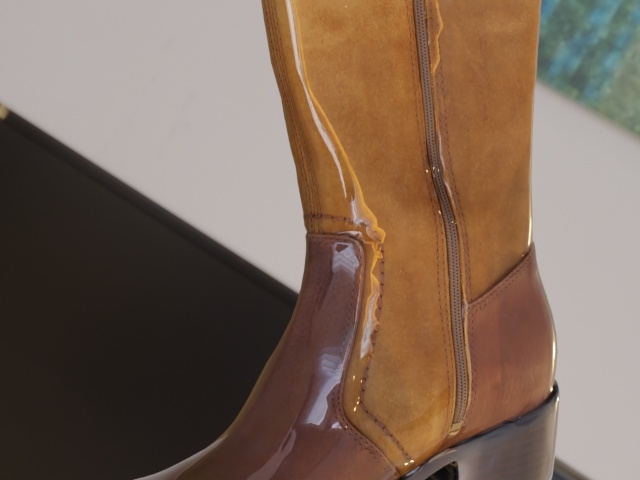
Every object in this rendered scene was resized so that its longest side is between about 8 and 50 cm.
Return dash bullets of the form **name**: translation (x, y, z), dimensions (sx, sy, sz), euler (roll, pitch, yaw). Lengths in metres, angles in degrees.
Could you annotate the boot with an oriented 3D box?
- **boot**: translation (0.000, 0.000, 0.607), dimensions (0.264, 0.096, 0.281), euler (-11, 106, -25)
